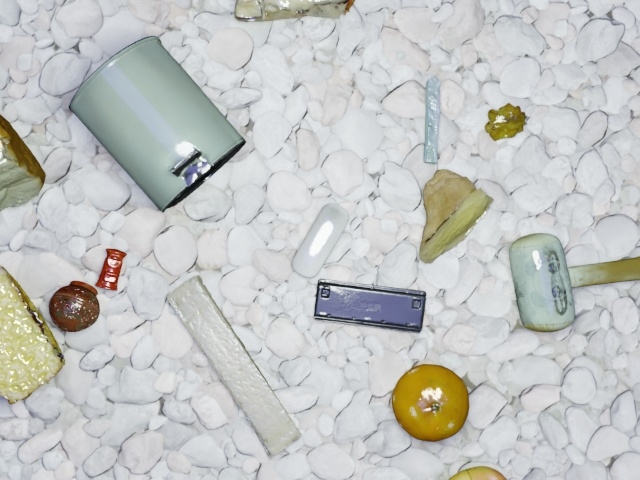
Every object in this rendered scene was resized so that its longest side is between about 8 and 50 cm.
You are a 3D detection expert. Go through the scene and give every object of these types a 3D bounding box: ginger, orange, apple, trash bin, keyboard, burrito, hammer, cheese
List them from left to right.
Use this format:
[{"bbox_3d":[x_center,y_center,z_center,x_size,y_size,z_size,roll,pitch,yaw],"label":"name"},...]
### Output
[{"bbox_3d":[-0.307,-0.220,1.336,0.217,0.277,0.262,-41,97,-1],"label":"trash bin"},{"bbox_3d":[-0.177,0.256,1.432,0.085,0.034,0.400,-32,90,-2],"label":"cheese"},{"bbox_3d":[-0.012,-0.537,1.427,0.348,0.107,0.174,-9,104,0],"label":"burrito"},{"bbox_3d":[0.103,0.133,1.447,0.231,0.025,0.093,8,90,-1],"label":"keyboard"},{"bbox_3d":[0.221,0.325,1.395,0.156,0.124,0.156,0,88,-5],"label":"orange"},{"bbox_3d":[0.244,-0.053,1.430,0.123,0.115,0.193,41,96,21],"label":"ginger"},{"bbox_3d":[0.316,0.522,1.383,0.147,0.146,0.146,0,88,-1],"label":"apple"},{"bbox_3d":[0.544,0.069,1.425,0.306,0.113,0.201,-9,91,-7],"label":"hammer"}]

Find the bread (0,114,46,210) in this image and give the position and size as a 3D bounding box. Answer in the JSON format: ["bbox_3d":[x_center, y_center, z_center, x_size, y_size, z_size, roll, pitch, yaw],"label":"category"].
[{"bbox_3d":[-0.703,-0.174,1.335,0.225,0.250,0.279,-38,84,-9],"label":"bread"}]

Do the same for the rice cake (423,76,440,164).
[{"bbox_3d":[0.233,-0.249,1.452,0.031,0.042,0.180,2,88,1],"label":"rice cake"}]

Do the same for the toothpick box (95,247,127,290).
[{"bbox_3d":[-0.427,0.058,1.425,0.047,0.047,0.083,15,88,-1],"label":"toothpick box"}]

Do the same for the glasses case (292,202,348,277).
[{"bbox_3d":[0.000,0.000,1.439,0.063,0.041,0.164,29,87,-2],"label":"glasses case"}]

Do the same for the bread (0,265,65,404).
[{"bbox_3d":[-0.621,0.180,1.374,0.160,0.147,0.260,-36,96,-11],"label":"bread"}]

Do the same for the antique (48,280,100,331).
[{"bbox_3d":[-0.493,0.136,1.396,0.104,0.104,0.103,0,88,-1],"label":"antique"}]

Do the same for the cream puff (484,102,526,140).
[{"bbox_3d":[0.385,-0.247,1.447,0.083,0.058,0.083,19,90,-2],"label":"cream puff"}]
